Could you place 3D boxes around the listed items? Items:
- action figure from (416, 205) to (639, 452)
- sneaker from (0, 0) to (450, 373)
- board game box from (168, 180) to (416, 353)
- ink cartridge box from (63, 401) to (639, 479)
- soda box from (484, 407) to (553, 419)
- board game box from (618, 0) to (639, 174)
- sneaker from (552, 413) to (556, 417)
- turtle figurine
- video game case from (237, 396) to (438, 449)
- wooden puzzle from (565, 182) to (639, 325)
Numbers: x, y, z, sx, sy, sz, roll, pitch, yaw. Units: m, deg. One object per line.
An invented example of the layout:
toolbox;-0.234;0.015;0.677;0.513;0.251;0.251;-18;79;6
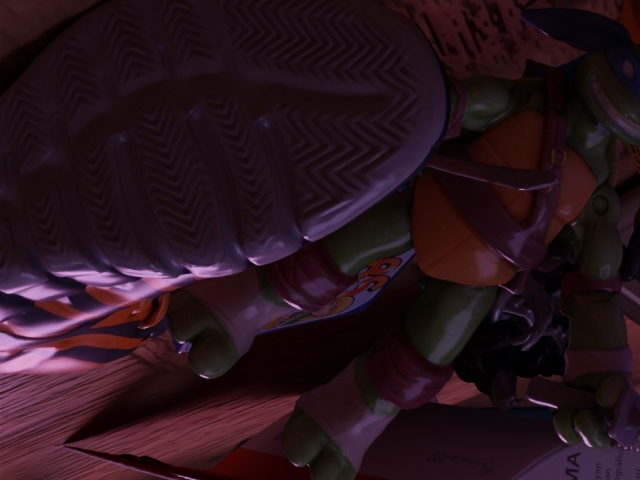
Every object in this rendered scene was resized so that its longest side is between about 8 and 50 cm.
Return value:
action figure;0.173;0.050;1.272;0.164;0.141;0.275;35;127;-27
sneaker;-0.078;-0.022;0.868;0.321;0.124;0.180;-16;169;19
board game box;0.000;0.000;1.120;0.136;0.035;0.201;-12;160;-27
ink cartridge box;0.054;0.155;1.398;0.385;0.091;0.308;13;175;-35
soda box;0.162;0.208;1.856;0.067;0.071;0.210;-31;160;29
board game box;0.378;-0.041;0.901;0.356;0.356;0.356;-20;162;-3
sneaker;0.237;0.209;1.992;0.166;0.065;0.076;-36;141;31
turtle figurine;0.059;0.025;0.907;0.266;0.275;0.198;-37;139;28
video game case;-0.005;0.196;1.712;0.183;0.023;0.201;-15;161;-20
wooden puzzle;0.305;0.001;1.356;0.238;0.044;0.221;30;133;-33
